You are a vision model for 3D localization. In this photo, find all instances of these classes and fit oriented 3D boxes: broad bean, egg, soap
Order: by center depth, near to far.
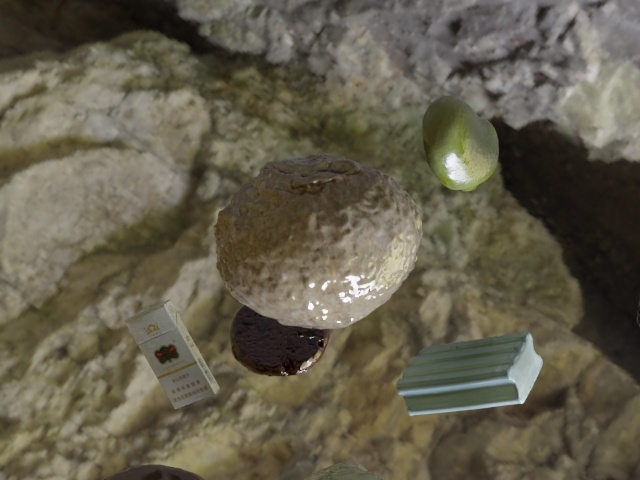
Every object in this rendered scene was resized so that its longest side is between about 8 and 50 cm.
[{"bbox_3d":[0.191,-0.131,1.402,0.082,0.124,0.174,-3,174,33],"label":"broad bean"},{"bbox_3d":[0.000,0.000,1.493,0.310,0.279,0.279,-9,-172,-19],"label":"egg"},{"bbox_3d":[0.229,0.208,1.554,0.198,0.119,0.066,-13,109,36],"label":"soap"}]

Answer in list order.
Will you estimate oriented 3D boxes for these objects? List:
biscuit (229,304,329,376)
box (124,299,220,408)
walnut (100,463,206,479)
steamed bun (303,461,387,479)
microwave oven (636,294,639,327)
[{"bbox_3d":[-0.077,0.172,1.835,0.192,0.192,0.049,30,138,23],"label":"biscuit"},{"bbox_3d":[-0.237,0.183,1.605,0.167,0.090,0.024,61,-151,-8],"label":"box"},{"bbox_3d":[-0.265,0.486,1.593,0.273,0.227,0.273,28,-145,-22],"label":"walnut"},{"bbox_3d":[0.049,0.574,1.663,0.371,0.290,0.456,55,167,9],"label":"steamed bun"},{"bbox_3d":[0.519,0.035,1.296,0.188,0.247,0.178,-5,147,38],"label":"microwave oven"}]
